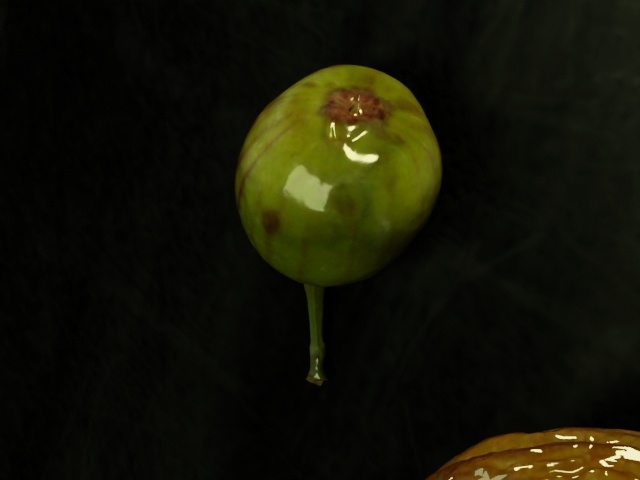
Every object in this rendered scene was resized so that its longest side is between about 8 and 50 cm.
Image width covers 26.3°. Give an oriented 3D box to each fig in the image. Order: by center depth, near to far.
[{"bbox_3d":[-0.009,0.001,0.606,0.093,0.093,0.166,45,126,21],"label":"fig"}]

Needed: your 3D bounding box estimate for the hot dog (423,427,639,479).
[{"bbox_3d":[0.146,0.178,0.517,0.259,0.114,0.175,25,112,29],"label":"hot dog"}]
